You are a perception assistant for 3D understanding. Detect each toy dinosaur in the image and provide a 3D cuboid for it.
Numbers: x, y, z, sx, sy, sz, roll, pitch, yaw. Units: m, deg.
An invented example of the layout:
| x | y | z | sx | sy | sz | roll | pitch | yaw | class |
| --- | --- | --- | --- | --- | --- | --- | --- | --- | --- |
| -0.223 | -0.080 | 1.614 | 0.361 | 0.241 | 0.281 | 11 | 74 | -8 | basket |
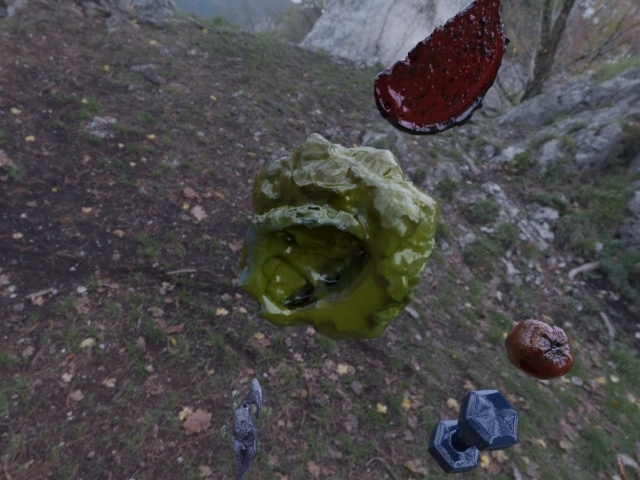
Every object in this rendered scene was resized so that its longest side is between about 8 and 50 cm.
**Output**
| x | y | z | sx | sy | sz | roll | pitch | yaw | class |
| --- | --- | --- | --- | --- | --- | --- | --- | --- | --- |
| -0.213 | 0.520 | 1.120 | 0.077 | 0.294 | 0.162 | 2 | -4 | -30 | toy dinosaur |

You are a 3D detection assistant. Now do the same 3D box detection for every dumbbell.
| x | y | z | sx | sy | sz | roll | pitch | yaw | class |
| --- | --- | --- | --- | --- | --- | --- | --- | --- | --- |
| 0.422 | 0.545 | 1.172 | 0.144 | 0.325 | 0.160 | 23 | 49 | 11 | dumbbell |

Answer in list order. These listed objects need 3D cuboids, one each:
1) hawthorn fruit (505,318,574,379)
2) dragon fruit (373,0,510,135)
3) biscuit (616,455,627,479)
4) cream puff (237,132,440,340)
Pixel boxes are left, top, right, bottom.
| x | y | z | sx | sy | sz | roll | pitch | yaw | class |
| --- | --- | --- | --- | --- | --- | --- | --- | --- | --- |
| 0.571 | 0.298 | 1.129 | 0.162 | 0.163 | 0.203 | 32 | -22 | -4 | hawthorn fruit |
| 0.263 | -0.361 | 0.918 | 0.100 | 0.343 | 0.282 | 51 | -1 | 44 | dragon fruit |
| 0.911 | 0.697 | 1.254 | 0.091 | 0.015 | 0.078 | 44 | 44 | -37 | biscuit |
| 0.002 | 0.000 | 0.514 | 0.282 | 0.282 | 0.185 | 44 | 22 | 27 | cream puff |
